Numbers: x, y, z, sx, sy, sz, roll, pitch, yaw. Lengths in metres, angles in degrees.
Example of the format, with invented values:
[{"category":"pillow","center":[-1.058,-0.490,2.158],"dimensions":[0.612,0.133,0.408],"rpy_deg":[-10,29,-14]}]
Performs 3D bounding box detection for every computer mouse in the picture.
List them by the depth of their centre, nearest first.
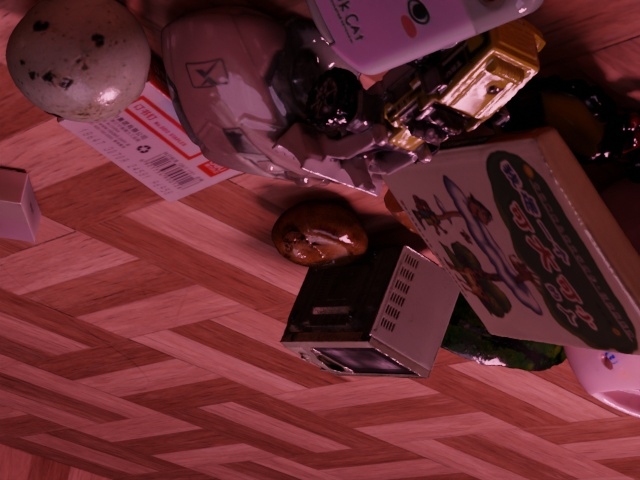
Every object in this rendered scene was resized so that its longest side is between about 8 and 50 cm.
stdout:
[{"category":"computer mouse","center":[-0.044,-0.117,1.464],"dimensions":[0.199,0.115,0.389],"rpy_deg":[0,155,29]}]

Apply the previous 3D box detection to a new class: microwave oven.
[{"category":"microwave oven","center":[0.061,0.092,1.826],"dimensions":[0.129,0.163,0.205],"rpy_deg":[30,159,-29]}]

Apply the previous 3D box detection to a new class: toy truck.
[{"category":"toy truck","center":[0.081,-0.123,1.300],"dimensions":[0.136,0.111,0.286],"rpy_deg":[19,137,-36]}]

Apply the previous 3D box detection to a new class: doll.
[{"category":"doll","center":[0.264,-0.114,1.387],"dimensions":[0.248,0.088,0.127],"rpy_deg":[18,127,-36]}]

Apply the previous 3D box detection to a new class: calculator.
[{"category":"calculator","center":[0.083,-0.227,1.151],"dimensions":[0.246,0.045,0.141],"rpy_deg":[-15,105,44]}]

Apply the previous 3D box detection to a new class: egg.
[{"category":"egg","center":[-0.242,-0.179,1.368],"dimensions":[0.164,0.131,0.131],"rpy_deg":[4,161,47]}]

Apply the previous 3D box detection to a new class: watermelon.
[{"category":"watermelon","center":[0.231,0.110,1.934],"dimensions":[0.301,0.123,0.129],"rpy_deg":[14,179,-7]}]

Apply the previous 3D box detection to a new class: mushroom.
[{"category":"mushroom","center":[0.000,0.000,1.754],"dimensions":[0.127,0.087,0.127],"rpy_deg":[11,156,5]}]

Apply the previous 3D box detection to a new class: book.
[{"category":"book","center":[0.203,0.004,1.452],"dimensions":[0.260,0.043,0.371],"rpy_deg":[54,162,-13]}]

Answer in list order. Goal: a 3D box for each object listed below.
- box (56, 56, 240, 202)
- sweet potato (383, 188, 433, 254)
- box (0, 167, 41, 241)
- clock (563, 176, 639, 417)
[{"category":"box","center":[-0.183,-0.125,1.530],"dimensions":[0.123,0.050,0.229],"rpy_deg":[-23,148,21]},{"category":"sweet potato","center":[0.171,0.005,1.735],"dimensions":[0.067,0.059,0.281],"rpy_deg":[47,-174,39]},{"category":"box","center":[-0.447,-0.053,1.840],"dimensions":[0.129,0.051,0.130],"rpy_deg":[9,158,1]},{"category":"clock","center":[0.441,0.063,1.528],"dimensions":[0.368,0.251,0.377],"rpy_deg":[11,158,-7]}]
